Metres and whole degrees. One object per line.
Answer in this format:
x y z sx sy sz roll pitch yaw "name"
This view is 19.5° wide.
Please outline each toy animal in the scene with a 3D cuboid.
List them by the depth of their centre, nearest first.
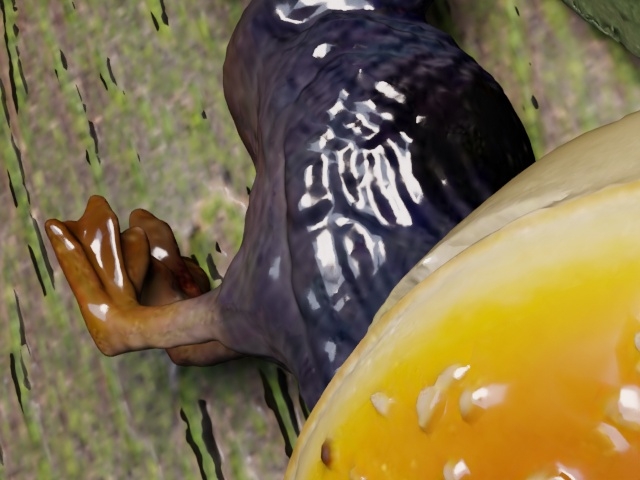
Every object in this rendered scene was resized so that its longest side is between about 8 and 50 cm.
0.000 0.000 0.699 0.185 0.122 0.298 -27 68 20 "toy animal"

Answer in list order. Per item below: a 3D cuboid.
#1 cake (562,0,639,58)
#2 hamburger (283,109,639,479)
0.126 -0.104 0.603 0.284 0.158 0.172 6 47 31 "cake"
0.129 0.105 0.516 0.300 0.176 0.300 12 125 18 "hamburger"
